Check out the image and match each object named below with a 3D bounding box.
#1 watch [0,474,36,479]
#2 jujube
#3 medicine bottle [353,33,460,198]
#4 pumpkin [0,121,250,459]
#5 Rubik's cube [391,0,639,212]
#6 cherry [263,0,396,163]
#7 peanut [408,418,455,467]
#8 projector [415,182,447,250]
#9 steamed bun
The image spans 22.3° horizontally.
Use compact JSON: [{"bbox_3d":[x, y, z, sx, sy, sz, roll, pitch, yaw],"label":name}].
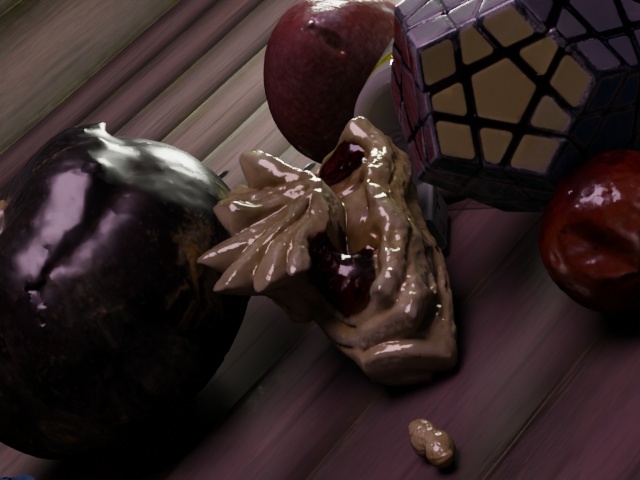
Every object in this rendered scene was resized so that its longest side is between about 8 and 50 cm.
[{"bbox_3d":[-0.381,0.372,1.765,0.211,0.211,0.193,-16,10,38],"label":"watch"},{"bbox_3d":[0.315,-0.018,1.669,0.168,0.168,0.236,-21,8,29],"label":"jujube"},{"bbox_3d":[0.188,-0.229,2.206,0.208,0.208,0.340,-19,26,32],"label":"medicine bottle"},{"bbox_3d":[-0.285,0.070,2.057,0.454,0.344,0.454,-45,24,26],"label":"pumpkin"},{"bbox_3d":[0.224,-0.179,1.776,0.319,0.319,0.264,-40,54,-15],"label":"Rubik's cube"},{"bbox_3d":[0.033,-0.245,2.379,0.221,0.307,0.261,33,84,35],"label":"cherry"},{"bbox_3d":[0.113,0.204,1.632,0.037,0.037,0.083,-37,20,-8],"label":"peanut"},{"bbox_3d":[0.090,-0.001,2.063,0.147,0.061,0.115,-27,21,18],"label":"projector"},{"bbox_3d":[0.000,0.000,1.900,0.247,0.189,0.428,-28,35,14],"label":"steamed bun"}]
